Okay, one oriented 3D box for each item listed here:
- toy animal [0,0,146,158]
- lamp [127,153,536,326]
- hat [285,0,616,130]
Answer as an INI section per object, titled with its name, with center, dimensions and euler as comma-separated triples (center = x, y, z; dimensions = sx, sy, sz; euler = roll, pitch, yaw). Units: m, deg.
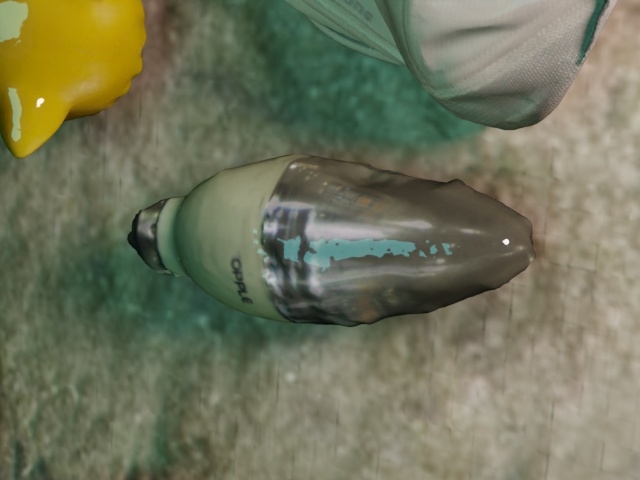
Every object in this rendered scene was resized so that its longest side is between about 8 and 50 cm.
[toy animal]
center = -0.217, -0.162, 0.820
dimensions = 0.230, 0.156, 0.156
euler = 30, 113, 30
[lamp]
center = 0.000, 0.000, 0.720
dimensions = 0.250, 0.101, 0.101
euler = 3, 99, 31
[hat]
center = 0.049, -0.178, 0.640
dimensions = 0.226, 0.164, 0.219
euler = 21, 109, 7
